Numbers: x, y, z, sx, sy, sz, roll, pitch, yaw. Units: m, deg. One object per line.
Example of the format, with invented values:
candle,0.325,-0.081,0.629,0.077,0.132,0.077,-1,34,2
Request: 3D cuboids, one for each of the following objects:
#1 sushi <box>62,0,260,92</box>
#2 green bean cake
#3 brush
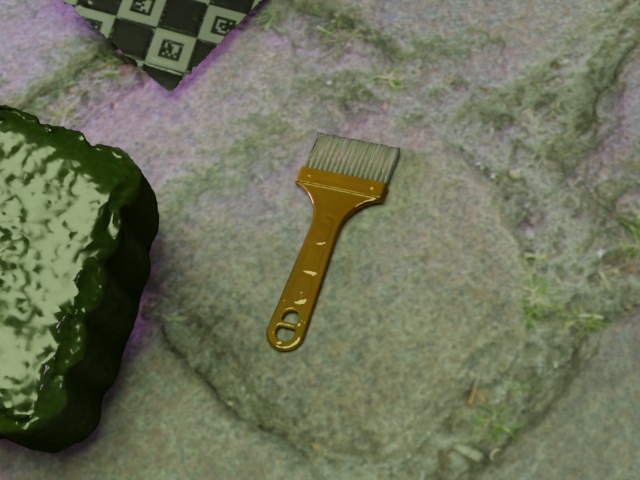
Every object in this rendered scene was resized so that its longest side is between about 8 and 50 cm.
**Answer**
sushi,-0.182,-0.339,1.821,0.264,0.050,0.290,39,68,12
green bean cake,-0.349,0.034,1.509,0.335,0.218,0.319,19,76,11
brush,0.000,0.000,1.608,0.103,0.013,0.272,13,62,16
